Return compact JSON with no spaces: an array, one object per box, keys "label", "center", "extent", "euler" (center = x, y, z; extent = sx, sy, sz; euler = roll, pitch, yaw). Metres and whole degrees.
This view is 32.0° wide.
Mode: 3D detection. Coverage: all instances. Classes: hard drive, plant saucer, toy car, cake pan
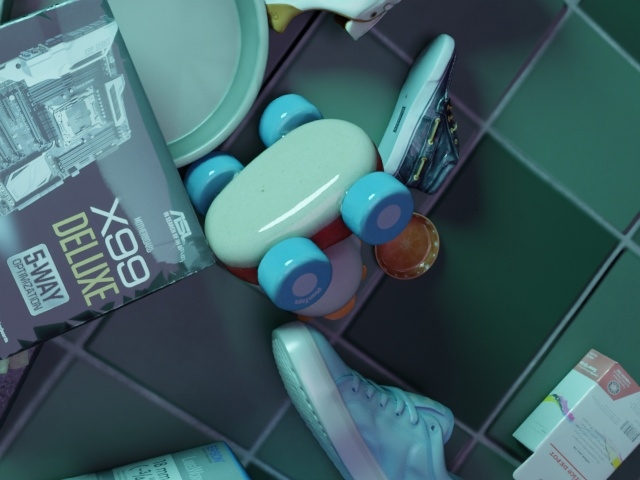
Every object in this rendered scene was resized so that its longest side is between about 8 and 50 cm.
[{"label":"hard drive","center":[-0.373,0.137,1.245],"extent":[0.094,0.022,0.135],"euler":[26,94,-20]},{"label":"plant saucer","center":[0.104,0.006,1.361],"extent":[0.084,0.013,0.083],"euler":[-4,104,-16]},{"label":"toy car","center":[0.000,0.000,1.261],"extent":[0.210,0.219,0.238],"euler":[-39,138,-6]},{"label":"cake pan","center":[-0.203,-0.218,1.201],"extent":[0.293,0.054,0.293],"euler":[-3,103,-15]}]

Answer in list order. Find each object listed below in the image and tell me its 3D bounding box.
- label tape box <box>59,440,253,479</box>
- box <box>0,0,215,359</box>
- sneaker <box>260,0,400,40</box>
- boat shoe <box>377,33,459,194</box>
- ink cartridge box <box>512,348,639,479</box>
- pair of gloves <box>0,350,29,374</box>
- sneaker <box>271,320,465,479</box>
[{"label":"label tape box","center":[-0.132,0.319,1.241],"extent":[0.334,0.240,0.105],"euler":[-11,103,-15]},{"label":"box","center":[-0.277,-0.068,1.136],"extent":[0.242,0.076,0.307],"euler":[-24,106,-13]},{"label":"sneaker","center":[0.072,-0.293,1.246],"extent":[0.290,0.106,0.123],"euler":[-10,107,-2]},{"label":"boat shoe","center":[0.134,-0.146,1.314],"extent":[0.083,0.065,0.183],"euler":[20,102,-21]},{"label":"ink cartridge box","center":[0.334,0.255,1.454],"extent":[0.198,0.067,0.115],"euler":[-46,109,-4]},{"label":"pair of gloves","center":[-0.411,0.052,1.157],"extent":[0.240,0.042,0.204],"euler":[-7,95,-36]},{"label":"sneaker","center":[0.072,0.214,1.344],"extent":[0.150,0.135,0.366],"euler":[-36,119,-11]}]
